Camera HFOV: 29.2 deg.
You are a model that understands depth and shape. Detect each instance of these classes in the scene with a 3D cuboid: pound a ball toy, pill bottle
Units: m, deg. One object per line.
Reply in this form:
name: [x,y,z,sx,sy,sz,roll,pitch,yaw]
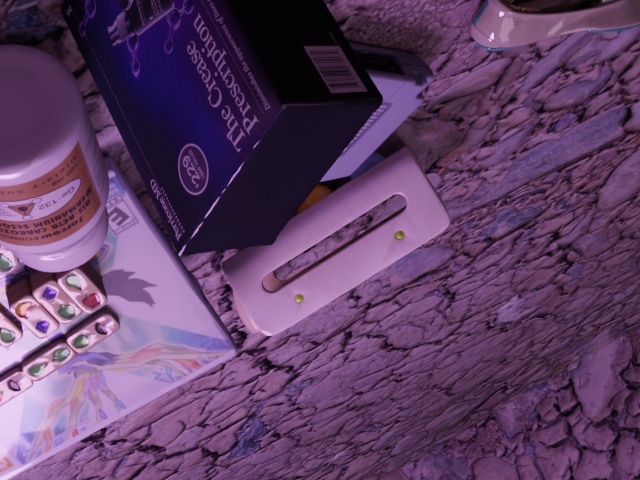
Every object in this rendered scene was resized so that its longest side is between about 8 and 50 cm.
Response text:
pound a ball toy: [0.000,0.000,1.578,0.319,0.136,0.208,-32,-178,7]
pill bottle: [-0.262,-0.062,1.115,0.131,0.131,0.229,-24,156,-10]

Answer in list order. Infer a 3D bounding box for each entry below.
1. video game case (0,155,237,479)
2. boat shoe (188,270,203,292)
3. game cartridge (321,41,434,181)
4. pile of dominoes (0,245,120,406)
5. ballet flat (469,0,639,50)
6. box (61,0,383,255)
video game case: [-0.298,0.099,1.349,0.329,0.036,0.300,-29,127,0]
boat shoe: [-0.293,0.138,1.468,0.335,0.121,0.119,-29,-179,5]
game cartridge: [-0.033,-0.135,1.324,0.297,0.062,0.198,0,148,-48]
pile of dominoes: [-0.348,0.096,1.284,0.251,0.040,0.196,-33,127,4]
ballet flat: [0.281,-0.270,1.373,0.248,0.086,0.086,-16,154,-24]
box: [-0.088,-0.148,0.970,0.103,0.261,0.184,-9,150,-38]
